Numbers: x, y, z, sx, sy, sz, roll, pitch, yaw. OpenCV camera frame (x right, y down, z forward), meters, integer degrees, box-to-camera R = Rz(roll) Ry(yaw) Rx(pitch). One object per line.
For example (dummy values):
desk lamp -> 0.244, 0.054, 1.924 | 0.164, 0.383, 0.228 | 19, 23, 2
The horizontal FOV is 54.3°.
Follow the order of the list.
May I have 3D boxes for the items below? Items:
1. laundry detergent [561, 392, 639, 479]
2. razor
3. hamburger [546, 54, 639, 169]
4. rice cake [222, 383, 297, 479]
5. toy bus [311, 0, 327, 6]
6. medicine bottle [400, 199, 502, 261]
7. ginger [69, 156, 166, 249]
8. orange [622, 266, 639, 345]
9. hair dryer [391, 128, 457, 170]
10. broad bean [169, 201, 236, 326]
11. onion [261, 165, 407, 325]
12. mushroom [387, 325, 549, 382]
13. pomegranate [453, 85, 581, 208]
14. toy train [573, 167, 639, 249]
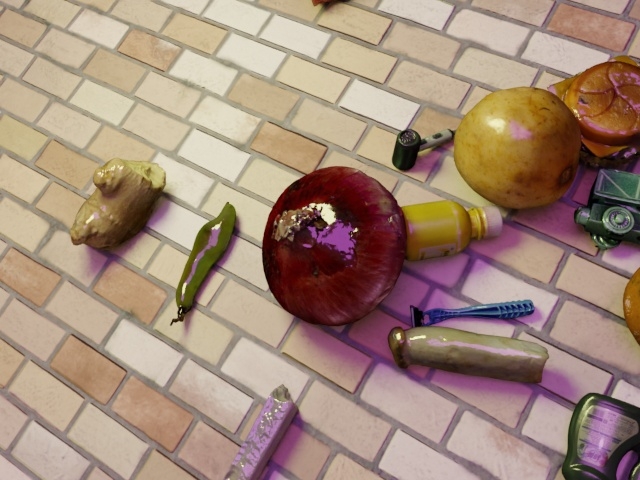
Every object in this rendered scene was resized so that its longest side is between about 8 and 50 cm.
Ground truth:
laundry detergent -> 0.520, 0.402, 1.142 | 0.144, 0.078, 0.221 | 18, 73, 14
razor -> 0.316, 0.152, 1.304 | 0.253, 0.042, 0.082 | -8, 110, 8
hamburger -> 0.626, -0.275, 1.349 | 0.262, 0.138, 0.243 | -23, 68, 3
rice cake -> -0.159, 0.479, 1.263 | 0.064, 0.070, 0.399 | 26, 77, 16
toy bus -> 0.124, -0.784, 1.626 | 0.427, 0.203, 0.233 | -16, 71, 3
medicine bottle -> 0.277, -0.028, 1.339 | 0.212, 0.122, 0.122 | -8, 67, -3
ginger -> -0.491, -0.093, 1.489 | 0.130, 0.221, 0.275 | 39, 73, 13
orange -> 0.687, 0.132, 1.148 | 0.240, 0.171, 0.240 | -1, 86, 14
hair dryer -> 0.259, -0.236, 1.450 | 0.198, 0.100, 0.057 | -23, 69, -14
broad bean -> -0.277, 0.053, 1.462 | 0.075, 0.067, 0.325 | 7, 70, 47
onion -> 0.000, 0.000, 1.289 | 0.348, 0.285, 0.347 | -12, 68, 32
mushroom -> 0.289, 0.225, 1.253 | 0.312, 0.100, 0.081 | 5, 48, 14
pomegranate -> 0.406, -0.192, 1.301 | 0.260, 0.260, 0.260 | -4, 68, 11
toy train -> 0.661, -0.044, 1.271 | 0.269, 0.115, 0.154 | 15, 64, 17
